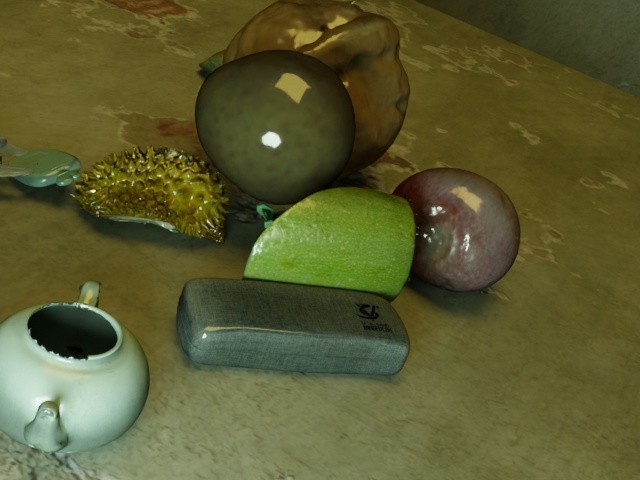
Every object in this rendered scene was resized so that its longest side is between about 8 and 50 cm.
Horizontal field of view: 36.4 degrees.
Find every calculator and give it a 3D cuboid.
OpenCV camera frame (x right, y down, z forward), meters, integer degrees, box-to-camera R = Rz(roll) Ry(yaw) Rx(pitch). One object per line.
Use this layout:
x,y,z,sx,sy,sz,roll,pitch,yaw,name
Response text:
-0.435,-0.115,1.539,0.153,0.021,0.095,19,39,42,calculator

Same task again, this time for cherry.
0.233,-0.027,1.645,0.239,0.206,0.239,4,28,-2,cherry

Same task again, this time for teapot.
-0.288,0.145,1.100,0.193,0.129,0.294,15,28,-10,teapot

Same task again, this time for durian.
-0.266,-0.089,1.537,0.250,0.138,0.183,6,39,-12,durian

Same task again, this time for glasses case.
-0.037,0.121,1.355,0.323,0.074,0.131,7,32,-22,glasses case

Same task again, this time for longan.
-0.071,-0.180,1.554,0.258,0.258,0.258,15,28,-8,longan

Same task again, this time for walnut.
-0.009,-0.283,1.838,0.384,0.383,0.383,15,28,-8,walnut

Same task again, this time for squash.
0.000,0.000,1.475,0.261,0.189,0.189,8,30,-20,squash

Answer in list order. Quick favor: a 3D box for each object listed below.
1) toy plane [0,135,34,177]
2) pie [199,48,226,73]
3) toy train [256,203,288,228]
-0.579,-0.118,1.429,0.212,0.088,0.267,26,29,22,toy plane
-0.126,-0.385,2.196,0.274,0.105,0.257,-4,21,-41,pie
-0.025,-0.021,1.595,0.149,0.081,0.099,-8,34,-14,toy train
